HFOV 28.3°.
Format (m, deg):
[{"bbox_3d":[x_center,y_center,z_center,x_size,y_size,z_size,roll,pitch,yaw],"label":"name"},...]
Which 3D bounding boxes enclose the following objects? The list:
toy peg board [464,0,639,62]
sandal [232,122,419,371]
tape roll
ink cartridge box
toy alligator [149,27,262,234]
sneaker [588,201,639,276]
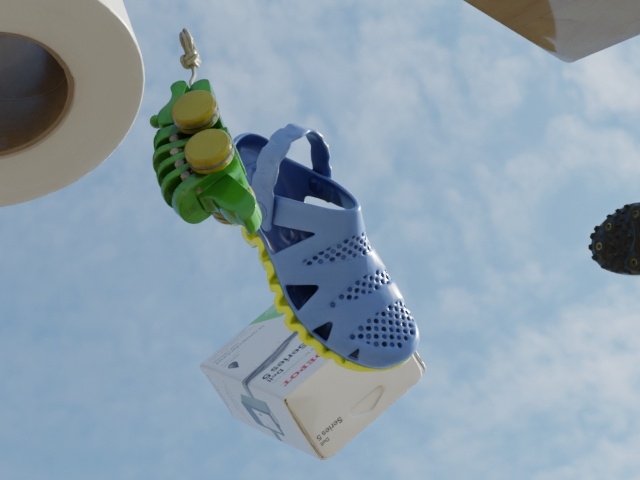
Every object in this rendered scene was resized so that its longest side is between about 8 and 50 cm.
[{"bbox_3d":[0.167,-0.214,0.906,0.161,0.079,0.161,28,-13,-15],"label":"toy peg board"},{"bbox_3d":[0.000,0.000,1.352,0.317,0.126,0.138,52,-44,3],"label":"sandal"},{"bbox_3d":[-0.280,-0.167,1.027,0.246,0.169,0.246,-14,-40,-12],"label":"tape roll"},{"bbox_3d":[-0.015,0.178,1.777,0.198,0.273,0.114,-39,-68,-21],"label":"ink cartridge box"},{"bbox_3d":[-0.082,-0.064,0.783,0.051,0.189,0.056,-22,-43,-2],"label":"toy alligator"},{"bbox_3d":[0.392,-0.017,1.302,0.237,0.085,0.086,-21,-20,29],"label":"sneaker"}]
